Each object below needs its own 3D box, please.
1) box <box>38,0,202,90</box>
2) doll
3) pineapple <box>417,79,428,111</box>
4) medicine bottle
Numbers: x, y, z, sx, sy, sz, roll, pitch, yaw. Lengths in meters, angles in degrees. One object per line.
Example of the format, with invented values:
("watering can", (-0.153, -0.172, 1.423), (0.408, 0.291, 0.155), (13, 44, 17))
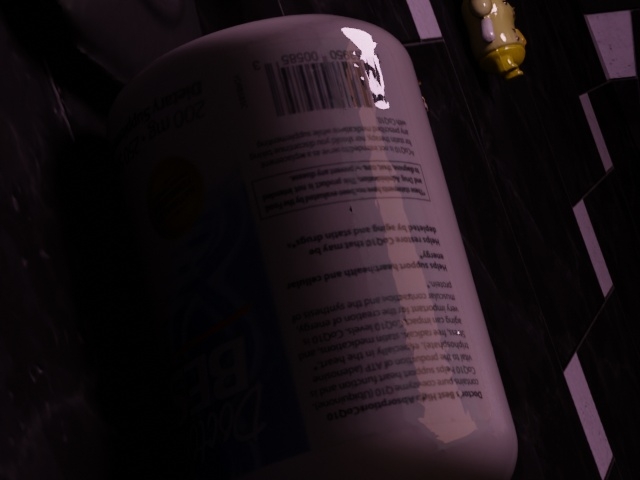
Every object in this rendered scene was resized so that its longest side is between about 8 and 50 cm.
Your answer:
("box", (-0.118, -0.174, 1.010), (0.201, 0.042, 0.212), (35, 39, -69))
("doll", (0.179, -0.252, 2.123), (0.106, 0.062, 0.162), (26, 46, -76))
("pineapple", (0.035, -0.073, 1.377), (0.137, 0.069, 0.116), (-91, 158, -45))
("medicine bottle", (0.001, 0.051, 0.928), (0.157, 0.157, 0.288), (33, 40, -66))
